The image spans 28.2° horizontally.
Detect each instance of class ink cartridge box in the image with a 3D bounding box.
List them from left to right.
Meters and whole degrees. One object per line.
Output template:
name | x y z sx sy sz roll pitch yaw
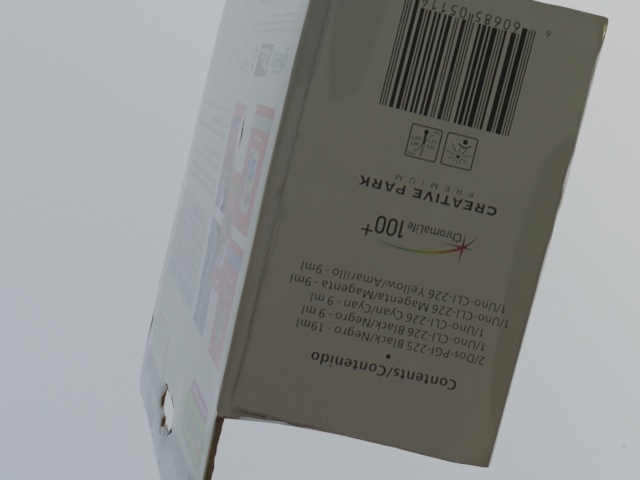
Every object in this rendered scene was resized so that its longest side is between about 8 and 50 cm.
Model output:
ink cartridge box | 0.000 0.000 0.676 0.130 0.309 0.271 13 -83 -13
